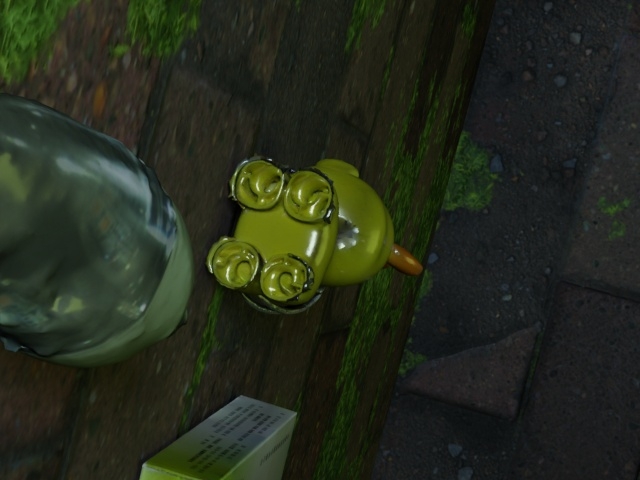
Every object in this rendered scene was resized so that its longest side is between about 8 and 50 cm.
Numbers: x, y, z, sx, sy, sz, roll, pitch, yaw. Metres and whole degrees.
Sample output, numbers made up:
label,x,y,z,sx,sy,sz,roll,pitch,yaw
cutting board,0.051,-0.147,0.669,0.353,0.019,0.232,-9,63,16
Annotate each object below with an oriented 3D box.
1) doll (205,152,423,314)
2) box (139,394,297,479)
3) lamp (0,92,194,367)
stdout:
label,x,y,z,sx,sy,sz,roll,pitch,yaw
doll,0.000,0.000,1.009,0.221,0.143,0.135,22,81,-72
box,-0.095,0.241,1.024,0.260,0.062,0.175,-23,127,-77
lamp,-0.111,0.000,0.531,0.250,0.101,0.101,66,40,-68
